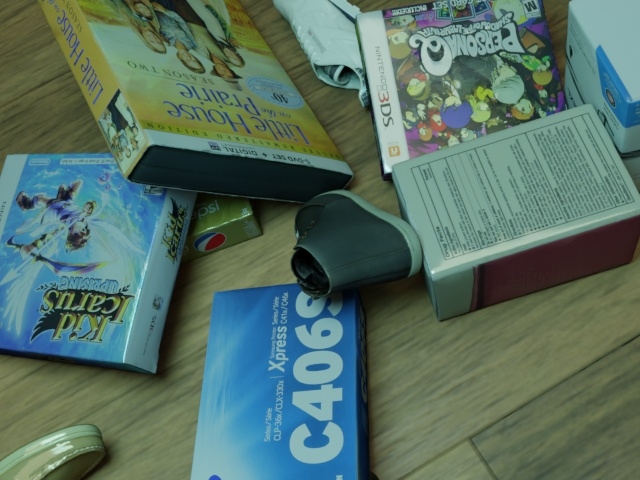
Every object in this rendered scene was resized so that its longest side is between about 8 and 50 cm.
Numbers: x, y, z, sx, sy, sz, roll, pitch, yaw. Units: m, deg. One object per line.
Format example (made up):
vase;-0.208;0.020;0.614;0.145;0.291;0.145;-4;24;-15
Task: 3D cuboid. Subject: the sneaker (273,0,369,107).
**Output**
sneaker;0.009;-0.268;1.156;0.235;0.090;0.095;39;85;27

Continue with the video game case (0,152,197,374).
video game case;-0.286;0.019;1.018;0.270;0.061;0.244;2;72;28

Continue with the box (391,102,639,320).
box;0.213;-0.028;0.961;0.233;0.127;0.148;-17;61;2

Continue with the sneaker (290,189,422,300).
sneaker;0.000;0.000;0.950;0.118;0.083;0.222;-15;16;-27

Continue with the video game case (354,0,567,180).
video game case;0.172;-0.193;1.062;0.232;0.042;0.210;-9;79;0

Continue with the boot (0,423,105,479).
boot;-0.298;0.333;0.889;0.262;0.095;0.203;-37;61;-7

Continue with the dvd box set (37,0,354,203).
dvd box set;-0.171;-0.223;1.060;0.062;0.308;0.420;-50;55;30

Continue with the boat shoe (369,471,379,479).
boat shoe;0.023;0.324;0.855;0.072;0.068;0.190;-11;49;20

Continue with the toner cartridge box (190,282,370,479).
toner cartridge box;-0.037;0.199;0.875;0.165;0.075;0.347;-8;47;9

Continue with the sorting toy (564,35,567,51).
sorting toy;0.457;-0.356;1.134;0.229;0.041;0.307;10;65;16

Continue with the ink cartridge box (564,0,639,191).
ink cartridge box;0.338;-0.161;0.964;0.086;0.203;0.148;-20;60;3

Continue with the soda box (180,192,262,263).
soda box;-0.167;-0.014;1.068;0.181;0.058;0.061;-20;61;0
